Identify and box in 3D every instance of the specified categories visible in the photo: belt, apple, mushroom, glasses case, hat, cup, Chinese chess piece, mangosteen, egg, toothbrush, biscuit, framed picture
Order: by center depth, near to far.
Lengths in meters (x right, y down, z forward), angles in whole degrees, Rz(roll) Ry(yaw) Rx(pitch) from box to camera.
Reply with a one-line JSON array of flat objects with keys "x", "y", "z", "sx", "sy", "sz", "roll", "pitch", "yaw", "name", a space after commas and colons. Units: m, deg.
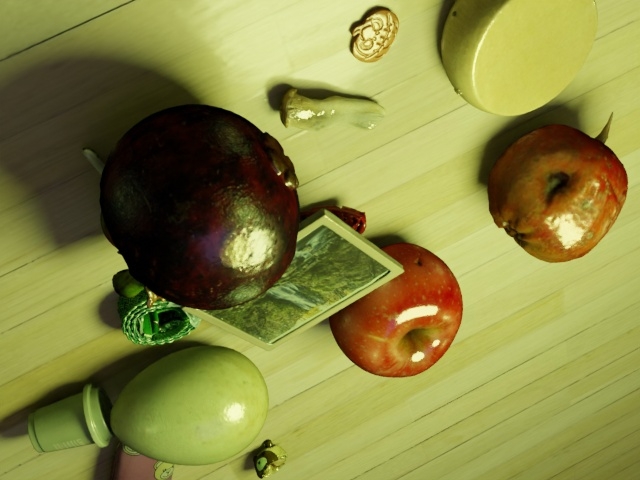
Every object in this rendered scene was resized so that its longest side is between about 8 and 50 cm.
[{"x": -0.199, "y": -0.029, "z": 1.221, "sx": 0.359, "sy": 0.306, "sz": 0.306, "roll": -32, "pitch": 136, "yaw": 10, "name": "mangosteen"}, {"x": 0.084, "y": -0.324, "z": 1.323, "sx": 0.078, "sy": 0.015, "sz": 0.091, "roll": 5, "pitch": 125, "yaw": -33, "name": "biscuit"}, {"x": -0.297, "y": -0.065, "z": 1.336, "sx": 0.026, "sy": 0.022, "sz": 0.263, "roll": -41, "pitch": 137, "yaw": -8, "name": "toothbrush"}, {"x": 0.021, "y": -0.211, "z": 1.369, "sx": 0.202, "sy": 0.054, "sz": 0.059, "roll": -4, "pitch": 135, "yaw": -33, "name": "mushroom"}, {"x": 0.328, "y": -0.337, "z": 1.387, "sx": 0.273, "sy": 0.102, "sz": 0.273, "roll": -17, "pitch": 134, "yaw": -18, "name": "Chinese chess piece"}, {"x": -0.047, "y": 0.080, "z": 1.450, "sx": 0.324, "sy": 0.020, "sz": 0.240, "roll": -32, "pitch": 138, "yaw": 22, "name": "framed picture"}, {"x": -0.279, "y": 0.129, "z": 1.473, "sx": 0.151, "sy": 0.079, "sz": 0.121, "roll": -9, "pitch": 131, "yaw": -23, "name": "belt"}, {"x": -0.457, "y": 0.337, "z": 1.539, "sx": 0.141, "sy": 0.120, "sz": 0.120, "roll": -19, "pitch": 135, "yaw": 0, "name": "cup"}, {"x": -0.241, "y": 0.309, "z": 1.552, "sx": 0.295, "sy": 0.218, "sz": 0.218, "roll": -7, "pitch": 131, "yaw": -21, "name": "egg"}, {"x": 0.144, "y": 0.129, "z": 1.610, "sx": 0.260, "sy": 0.216, "sz": 0.260, "roll": -14, "pitch": 132, "yaw": -16, "name": "apple"}, {"x": -0.378, "y": 0.507, "z": 1.751, "sx": 0.123, "sy": 0.076, "sz": 0.316, "roll": -3, "pitch": 129, "yaw": -27, "name": "glasses case"}, {"x": -0.119, "y": 0.497, "z": 1.901, "sx": 0.076, "sy": 0.059, "sz": 0.077, "roll": -16, "pitch": 141, "yaw": -38, "name": "hat"}]

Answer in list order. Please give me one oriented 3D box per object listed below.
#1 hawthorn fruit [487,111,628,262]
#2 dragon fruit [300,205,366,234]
[{"x": 0.447, "y": -0.087, "z": 1.573, "sx": 0.261, "sy": 0.258, "sz": 0.258, "roll": -30, "pitch": 138, "yaw": -24, "name": "hawthorn fruit"}, {"x": 0.000, "y": 0.001, "z": 1.521, "sx": 0.161, "sy": 0.127, "sz": 0.120, "roll": -46, "pitch": 162, "yaw": -15, "name": "dragon fruit"}]
